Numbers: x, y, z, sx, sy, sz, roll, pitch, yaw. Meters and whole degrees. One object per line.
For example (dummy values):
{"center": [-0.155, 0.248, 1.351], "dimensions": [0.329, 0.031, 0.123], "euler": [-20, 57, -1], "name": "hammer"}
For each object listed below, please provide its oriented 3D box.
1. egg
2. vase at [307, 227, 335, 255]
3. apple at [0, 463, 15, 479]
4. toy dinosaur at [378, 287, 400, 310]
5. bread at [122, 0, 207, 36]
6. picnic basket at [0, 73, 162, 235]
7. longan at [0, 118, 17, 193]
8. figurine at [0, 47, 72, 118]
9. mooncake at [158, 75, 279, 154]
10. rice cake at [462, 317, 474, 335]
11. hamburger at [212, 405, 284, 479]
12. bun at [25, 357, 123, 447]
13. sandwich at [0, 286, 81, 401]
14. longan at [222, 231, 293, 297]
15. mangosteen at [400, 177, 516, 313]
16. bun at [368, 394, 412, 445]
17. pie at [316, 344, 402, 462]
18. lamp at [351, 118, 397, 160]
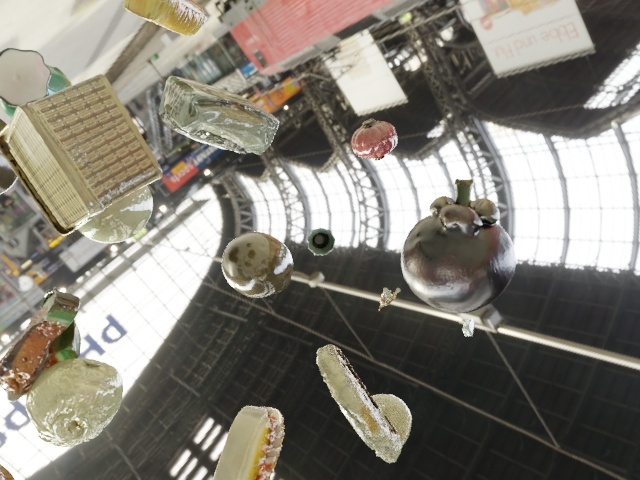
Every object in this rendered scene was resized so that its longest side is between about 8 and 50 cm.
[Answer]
{"center": [-0.656, -0.105, 1.777], "dimensions": [0.219, 0.219, 0.269], "euler": [-15, -166, 42], "name": "egg"}
{"center": [0.000, 0.000, 1.636], "dimensions": [0.081, 0.081, 0.149], "euler": [-35, -177, 0], "name": "vase"}
{"center": [-0.640, 0.469, 0.987], "dimensions": [0.174, 0.188, 0.188], "euler": [-42, -159, -28], "name": "apple"}
{"center": [0.271, 0.257, 2.384], "dimensions": [0.212, 0.057, 0.142], "euler": [-31, 156, -46], "name": "toy dinosaur"}
{"center": [-0.460, -0.697, 1.672], "dimensions": [0.119, 0.152, 0.288], "euler": [-62, 173, 15], "name": "bread"}
{"center": [-0.485, -0.153, 1.101], "dimensions": [0.175, 0.228, 0.312], "euler": [-38, -163, -32], "name": "picnic basket"}
{"center": [-1.028, -0.215, 1.582], "dimensions": [0.350, 0.288, 0.288], "euler": [-52, -155, -21], "name": "longan"}
{"center": [-0.930, -0.472, 1.828], "dimensions": [0.323, 0.232, 0.340], "euler": [4, 175, -7], "name": "figurine"}
{"center": [-0.263, -0.309, 1.410], "dimensions": [0.254, 0.250, 0.136], "euler": [42, -66, 50], "name": "mooncake"}
{"center": [0.481, 0.281, 1.812], "dimensions": [0.029, 0.033, 0.170], "euler": [-19, 176, 17], "name": "rice cake"}
{"center": [-0.194, 0.608, 1.551], "dimensions": [0.227, 0.151, 0.296], "euler": [69, 36, -82], "name": "hamburger"}
{"center": [-0.612, 0.419, 1.421], "dimensions": [0.243, 0.244, 0.153], "euler": [-37, -135, -5], "name": "bun"}
{"center": [-0.710, 0.279, 1.456], "dimensions": [0.250, 0.162, 0.301], "euler": [-14, -136, 57], "name": "sandwich"}
{"center": [-0.199, 0.083, 1.782], "dimensions": [0.246, 0.245, 0.215], "euler": [-77, -173, -61], "name": "longan"}
{"center": [0.353, 0.035, 1.431], "dimensions": [0.296, 0.314, 0.297], "euler": [-1, -124, 1], "name": "mangosteen"}
{"center": [0.201, 0.590, 1.814], "dimensions": [0.183, 0.183, 0.102], "euler": [-46, 176, -26], "name": "bun"}
{"center": [0.077, 0.327, 1.137], "dimensions": [0.055, 0.274, 0.274], "euler": [-36, -160, 0], "name": "pie"}
{"center": [0.123, -0.231, 1.283], "dimensions": [0.107, 0.092, 0.107], "euler": [-18, -158, 8], "name": "lamp"}
